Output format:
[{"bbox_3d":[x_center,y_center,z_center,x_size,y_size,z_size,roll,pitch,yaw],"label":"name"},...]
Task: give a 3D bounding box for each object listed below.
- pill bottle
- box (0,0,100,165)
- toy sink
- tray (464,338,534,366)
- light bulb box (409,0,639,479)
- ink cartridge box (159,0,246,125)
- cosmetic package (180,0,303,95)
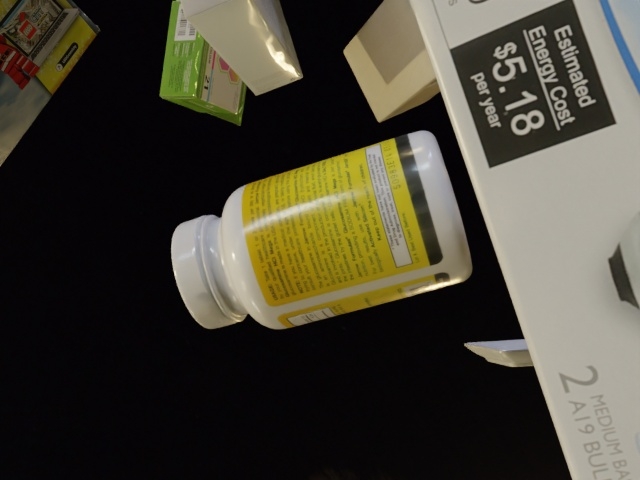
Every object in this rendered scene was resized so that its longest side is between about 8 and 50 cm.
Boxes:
[{"bbox_3d":[0.000,0.000,0.758,0.334,0.188,0.188,-16,-59,10],"label":"pill bottle"},{"bbox_3d":[-0.282,-0.118,0.426,0.233,0.044,0.159,-62,-38,-17],"label":"box"},{"bbox_3d":[0.164,-0.327,1.051,0.131,0.234,0.153,-27,-90,-21],"label":"toy sink"},{"bbox_3d":[0.365,0.162,0.912,0.270,0.145,0.030,-2,-96,-7],"label":"tray"},{"bbox_3d":[0.280,-0.073,0.375,0.361,0.225,0.358,-20,-94,19],"label":"light bulb box"},{"bbox_3d":[-0.191,-0.348,1.244,0.255,0.097,0.189,7,-89,-60],"label":"ink cartridge box"},{"bbox_3d":[-0.152,-0.446,0.925,0.097,0.284,0.377,-18,-101,8],"label":"cosmetic package"}]
